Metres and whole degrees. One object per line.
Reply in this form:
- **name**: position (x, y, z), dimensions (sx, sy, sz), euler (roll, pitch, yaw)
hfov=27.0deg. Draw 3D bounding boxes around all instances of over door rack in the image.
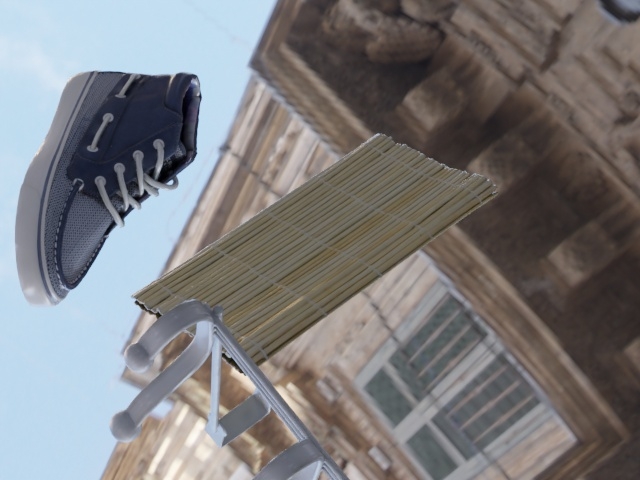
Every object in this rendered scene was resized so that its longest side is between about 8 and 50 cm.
- **over door rack**: position (-0.024, 0.189, 0.890), dimensions (0.108, 0.324, 0.239), euler (-38, -106, -8)

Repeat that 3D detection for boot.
- **boot**: position (-0.130, -0.040, 0.841), dimensions (0.086, 0.069, 0.190), euler (-2, -129, 12)

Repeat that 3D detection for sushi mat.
- **sushi mat**: position (0.000, 0.000, 1.151), dimensions (0.151, 0.019, 0.316), euler (25, -133, 39)
